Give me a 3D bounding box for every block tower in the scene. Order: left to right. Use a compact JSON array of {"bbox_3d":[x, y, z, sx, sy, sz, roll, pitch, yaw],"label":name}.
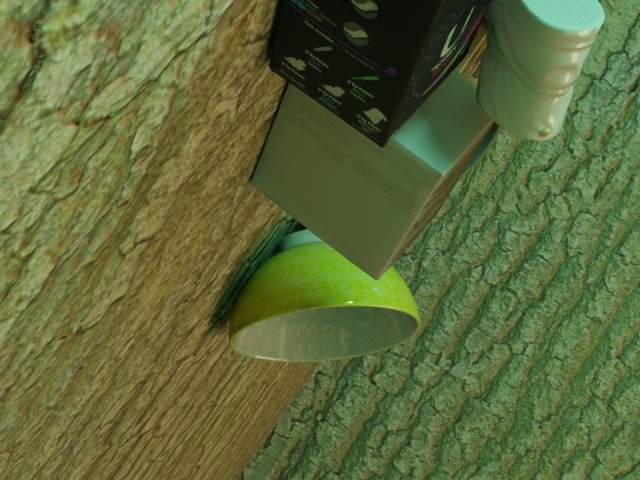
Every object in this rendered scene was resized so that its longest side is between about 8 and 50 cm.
[{"bbox_3d":[0.222,-0.306,1.643,0.097,0.091,0.335,-55,172,17],"label":"block tower"}]

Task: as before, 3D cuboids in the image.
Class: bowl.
[{"bbox_3d":[-0.001,0.073,1.641,0.289,0.289,0.156,105,-20,-68],"label":"bowl"}]

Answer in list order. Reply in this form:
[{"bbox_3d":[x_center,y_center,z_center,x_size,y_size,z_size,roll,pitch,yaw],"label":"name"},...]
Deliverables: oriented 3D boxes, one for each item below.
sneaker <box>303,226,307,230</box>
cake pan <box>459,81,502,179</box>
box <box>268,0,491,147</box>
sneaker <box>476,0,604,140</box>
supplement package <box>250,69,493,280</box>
[{"bbox_3d":[0.000,0.000,1.745,0.084,0.069,0.185,-59,170,5],"label":"sneaker"},{"bbox_3d":[0.158,-0.149,1.707,0.293,0.054,0.293,-26,154,-14],"label":"cake pan"},{"bbox_3d":[0.071,-0.236,0.940,0.165,0.143,0.270,-50,170,-27],"label":"box"},{"bbox_3d":[0.183,-0.228,1.102,0.169,0.108,0.292,98,-15,-44],"label":"sneaker"},{"bbox_3d":[0.059,-0.106,1.217,0.149,0.194,0.203,-46,169,-38],"label":"supplement package"}]
